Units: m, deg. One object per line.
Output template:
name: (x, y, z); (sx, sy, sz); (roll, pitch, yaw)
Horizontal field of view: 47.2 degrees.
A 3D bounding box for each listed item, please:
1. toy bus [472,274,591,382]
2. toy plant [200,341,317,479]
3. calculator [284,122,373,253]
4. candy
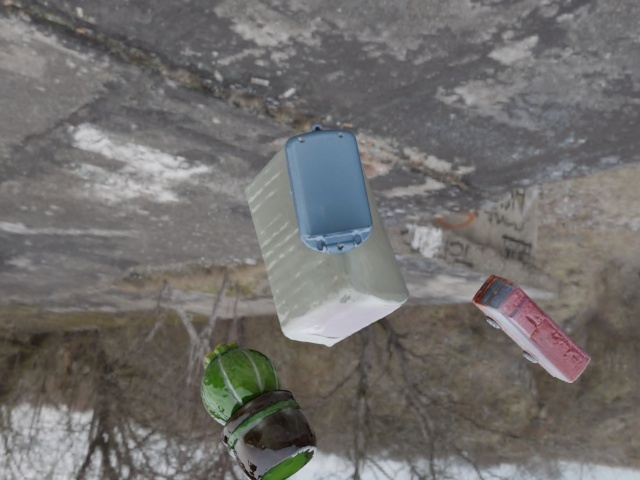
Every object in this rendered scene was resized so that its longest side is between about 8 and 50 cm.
toy bus: (0.317, 0.132, 1.093); (0.192, 0.065, 0.077); (42, 172, -15)
toy plant: (-0.075, 0.183, 0.809); (0.162, 0.093, 0.093); (54, -165, 31)
calculator: (0.013, -0.084, 1.154); (0.121, 0.210, 0.039); (-9, 173, -16)
candy: (0.000, -0.002, 1.318); (0.145, 0.359, 0.208); (13, 140, -42)
